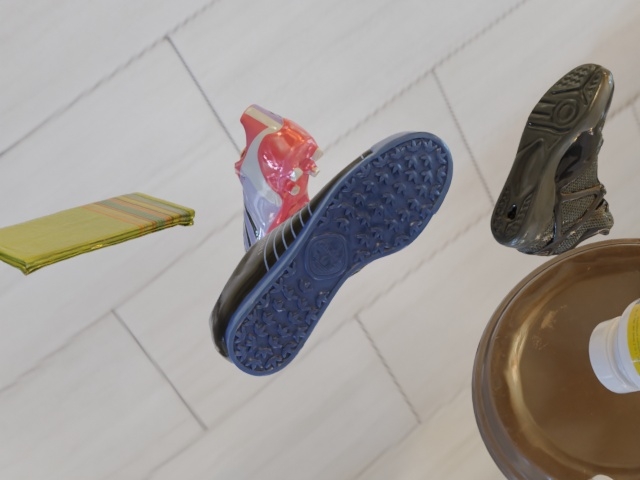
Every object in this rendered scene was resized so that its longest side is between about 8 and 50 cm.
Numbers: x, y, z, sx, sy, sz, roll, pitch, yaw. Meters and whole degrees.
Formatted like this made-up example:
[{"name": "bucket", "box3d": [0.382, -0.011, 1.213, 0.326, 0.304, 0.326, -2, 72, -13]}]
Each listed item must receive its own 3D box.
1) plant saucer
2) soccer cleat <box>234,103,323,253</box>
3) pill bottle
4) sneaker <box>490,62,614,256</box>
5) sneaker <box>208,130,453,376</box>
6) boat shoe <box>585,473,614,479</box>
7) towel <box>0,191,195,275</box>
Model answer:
[{"name": "plant saucer", "box3d": [0.265, 0.114, 1.052, 0.278, 0.278, 0.041, -41, 146, -6]}, {"name": "soccer cleat", "box3d": [-0.059, -0.057, 1.364, 0.083, 0.095, 0.248, -41, 165, -27]}, {"name": "pill bottle", "box3d": [0.219, 0.059, 0.721, 0.065, 0.116, 0.065, 13, 68, -33]}, {"name": "sneaker", "box3d": [0.290, -0.084, 1.384, 0.130, 0.087, 0.227, 20, 93, -38]}, {"name": "sneaker", "box3d": [0.000, 0.000, 0.930, 0.232, 0.090, 0.081, -45, 114, -6]}, {"name": "boat shoe", "box3d": [0.191, 0.190, 0.470, 0.088, 0.267, 0.096, -42, 142, -22]}, {"name": "towel", "box3d": [-0.248, -0.011, 1.276, 0.237, 0.102, 0.021, -20, 119, -49]}]
